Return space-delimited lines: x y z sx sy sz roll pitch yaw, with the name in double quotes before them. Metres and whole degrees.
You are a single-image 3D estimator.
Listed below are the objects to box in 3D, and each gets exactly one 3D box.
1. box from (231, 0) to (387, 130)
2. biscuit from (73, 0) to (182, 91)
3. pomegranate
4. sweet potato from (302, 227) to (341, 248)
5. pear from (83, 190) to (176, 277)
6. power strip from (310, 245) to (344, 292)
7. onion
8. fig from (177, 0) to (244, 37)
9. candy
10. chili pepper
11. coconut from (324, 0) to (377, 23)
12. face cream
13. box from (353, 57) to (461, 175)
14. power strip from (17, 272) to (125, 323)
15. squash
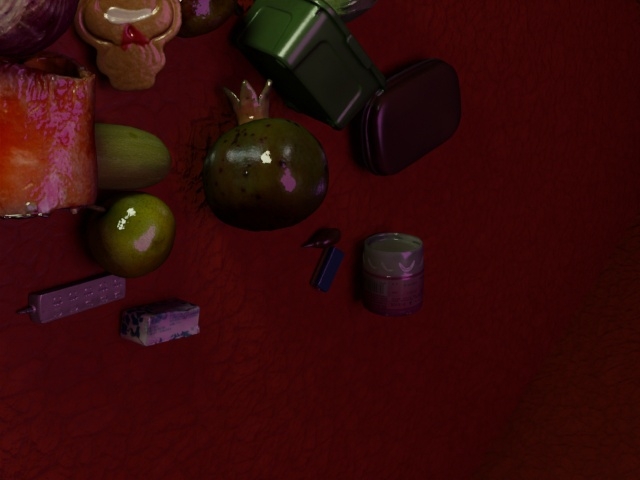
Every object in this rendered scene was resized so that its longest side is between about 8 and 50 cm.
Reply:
"box" -0.028 -0.404 1.960 0.177 0.253 0.329 -56 137 -7
"biscuit" -0.361 -0.446 1.631 0.202 0.047 0.333 -4 111 -14
"pomegranate" -0.125 -0.173 1.934 0.291 0.291 0.323 30 45 -50
"sweet potato" 0.000 0.000 2.291 0.117 0.049 0.049 -20 118 -33
"pear" -0.391 -0.027 1.737 0.180 0.166 0.216 -48 125 -7
"power strip" 0.018 0.077 2.341 0.056 0.032 0.123 33 78 -49
"onion" -0.499 -0.419 1.396 0.256 0.273 0.230 -53 131 -42
"fig" -0.229 -0.494 1.785 0.274 0.146 0.170 -13 115 -61
"candy" -0.347 0.177 1.906 0.160 0.092 0.073 -10 109 -49
"chili pepper" -0.505 -0.184 1.478 0.229 0.252 0.305 -59 156 -77
"coconut" 0.049 -0.605 1.995 0.236 0.205 0.235 -45 147 -40
"face cream" 0.204 0.094 2.454 0.175 0.175 0.194 -22 120 -44
"box" 0.242 -0.341 2.395 0.404 0.108 0.263 -33 127 -38
"power strip" -0.493 0.113 1.761 0.253 0.027 0.060 -18 116 -45
"squash" -0.394 -0.164 1.706 0.247 0.133 0.132 -4 106 -51
